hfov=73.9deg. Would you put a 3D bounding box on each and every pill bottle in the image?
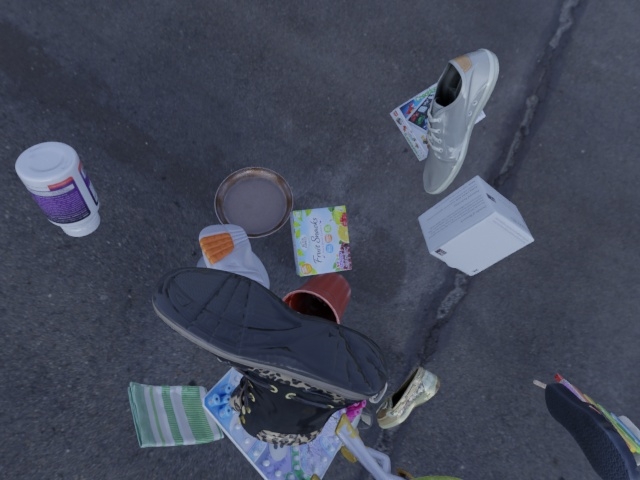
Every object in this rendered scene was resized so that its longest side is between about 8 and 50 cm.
[{"bbox_3d":[-0.525,-0.096,0.875,0.108,0.193,0.108,3,54,-5],"label":"pill bottle"}]

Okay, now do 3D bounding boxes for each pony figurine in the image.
[{"bbox_3d":[0.140,0.590,0.866,0.363,0.303,0.351,28,45,7],"label":"pony figurine"}]

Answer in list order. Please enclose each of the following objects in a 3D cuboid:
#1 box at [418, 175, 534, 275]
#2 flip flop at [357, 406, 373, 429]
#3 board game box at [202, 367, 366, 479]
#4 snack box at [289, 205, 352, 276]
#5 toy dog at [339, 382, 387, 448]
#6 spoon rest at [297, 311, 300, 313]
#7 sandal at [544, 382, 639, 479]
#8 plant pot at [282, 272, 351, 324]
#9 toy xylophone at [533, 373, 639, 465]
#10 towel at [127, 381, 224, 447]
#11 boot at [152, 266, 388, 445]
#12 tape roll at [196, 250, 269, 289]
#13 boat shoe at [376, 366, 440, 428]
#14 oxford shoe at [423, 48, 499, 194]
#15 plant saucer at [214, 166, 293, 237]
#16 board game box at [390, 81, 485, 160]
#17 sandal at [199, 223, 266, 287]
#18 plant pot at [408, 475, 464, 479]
[{"bbox_3d":[0.367,-0.028,1.017,0.181,0.182,0.119,25,42,-34],"label":"box"},{"bbox_3d":[0.104,0.737,1.849,0.277,0.080,0.112,-2,85,32],"label":"flip flop"},{"bbox_3d":[-0.073,0.458,1.203,0.390,0.050,0.390,50,40,-2],"label":"board game box"},{"bbox_3d":[0.000,0.000,1.358,0.174,0.070,0.207,-6,92,-13],"label":"snack box"},{"bbox_3d":[0.080,0.580,1.518,0.161,0.220,0.334,19,63,36],"label":"toy dog"},{"bbox_3d":[-0.107,0.188,0.933,0.137,0.084,0.276,-48,131,-14],"label":"spoon rest"},{"bbox_3d":[0.500,0.340,0.783,0.054,0.254,0.097,-4,102,3],"label":"sandal"},{"bbox_3d":[0.000,0.274,1.869,0.272,0.272,0.265,41,33,2],"label":"plant pot"},{"bbox_3d":[0.672,0.436,1.058,0.322,0.236,0.081,28,110,-32],"label":"toy xylophone"},{"bbox_3d":[-0.511,0.613,1.515,0.038,0.325,0.248,-50,48,12],"label":"towel"},{"bbox_3d":[-0.110,0.215,0.725,0.377,0.284,0.138,21,43,-5],"label":"boot"},{"bbox_3d":[-0.257,0.110,1.265,0.219,0.072,0.219,37,32,-27],"label":"tape roll"},{"bbox_3d":[0.273,0.519,1.417,0.089,0.104,0.285,38,114,-4],"label":"boat shoe"},{"bbox_3d":[0.366,-0.332,1.246,0.130,0.449,0.169,-4,46,-15],"label":"oxford shoe"},{"bbox_3d":[-0.264,-0.148,1.703,0.310,0.050,0.311,1,70,-3],"label":"plant saucer"},{"bbox_3d":[0.408,-0.432,1.462,0.305,0.053,0.193,-35,95,-19],"label":"board game box"},{"bbox_3d":[-0.182,0.062,0.853,0.102,0.076,0.265,-4,39,-25],"label":"sandal"},{"bbox_3d":[0.132,0.396,0.429,0.276,0.276,0.254,-15,119,-14],"label":"plant pot"}]
